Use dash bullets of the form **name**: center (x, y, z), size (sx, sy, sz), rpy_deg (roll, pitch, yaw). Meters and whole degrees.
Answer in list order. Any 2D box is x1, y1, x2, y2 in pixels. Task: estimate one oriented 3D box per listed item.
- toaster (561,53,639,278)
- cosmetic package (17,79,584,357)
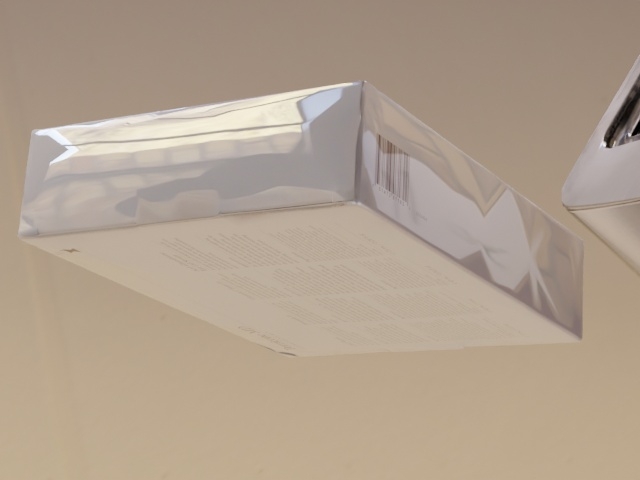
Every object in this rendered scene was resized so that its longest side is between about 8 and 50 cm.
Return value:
- **toaster**: center (0.181, -0.039, 0.544), size (0.110, 0.168, 0.185), rpy_deg (39, -111, -15)
- **cosmetic package**: center (0.000, 0.000, 1.340), size (0.377, 0.284, 0.097), rpy_deg (30, -122, -55)
